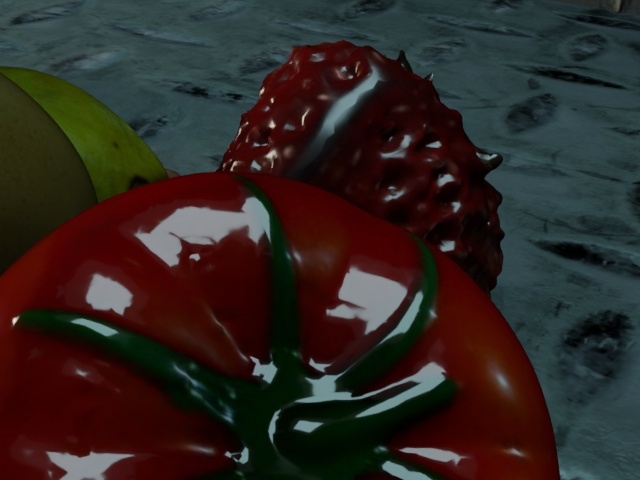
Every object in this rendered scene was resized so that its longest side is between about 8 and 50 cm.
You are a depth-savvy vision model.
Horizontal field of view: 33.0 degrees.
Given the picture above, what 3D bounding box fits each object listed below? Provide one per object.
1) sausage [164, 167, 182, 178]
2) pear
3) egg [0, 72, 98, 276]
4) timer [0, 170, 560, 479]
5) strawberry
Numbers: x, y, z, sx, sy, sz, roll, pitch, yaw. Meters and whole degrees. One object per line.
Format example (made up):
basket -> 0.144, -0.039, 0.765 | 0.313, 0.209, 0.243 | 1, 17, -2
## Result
sausage -> -0.255, -0.062, 1.337 | 0.194, 0.077, 0.077 | 5, 26, 0
pear -> -0.310, -0.047, 1.092 | 0.321, 0.269, 0.269 | 4, 26, -8
egg -> -0.331, -0.037, 0.838 | 0.322, 0.250, 0.250 | 20, 24, -12
timer -> -0.049, 0.154, 0.639 | 0.378, 0.279, 0.378 | 12, 54, -17
strawberry -> 0.000, 0.000, 1.054 | 0.295, 0.317, 0.345 | 28, 59, 38
